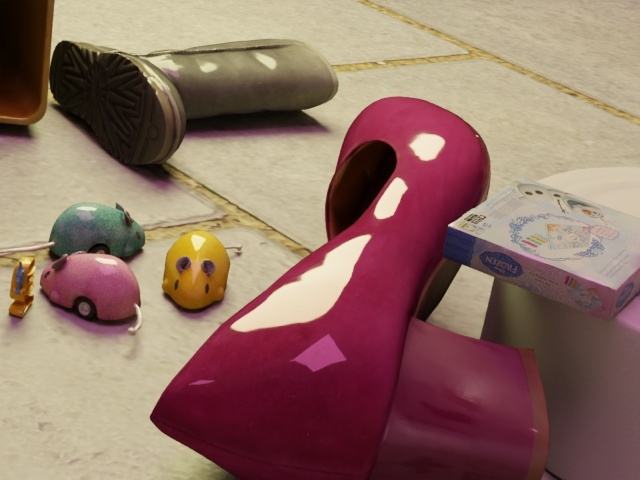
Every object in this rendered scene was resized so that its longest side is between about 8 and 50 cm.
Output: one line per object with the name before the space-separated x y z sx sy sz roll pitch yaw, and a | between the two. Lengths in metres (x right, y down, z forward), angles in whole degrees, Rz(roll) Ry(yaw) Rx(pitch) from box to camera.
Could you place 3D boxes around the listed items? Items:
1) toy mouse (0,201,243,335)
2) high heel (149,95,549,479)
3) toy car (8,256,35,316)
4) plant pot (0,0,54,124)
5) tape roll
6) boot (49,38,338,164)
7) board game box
toy mouse | -0.124 0.008 0.884 0.143 0.031 0.161 11 23 2
high heel | 0.000 0.000 0.825 0.181 0.127 0.377 13 24 -13
toy car | -0.199 0.028 0.793 0.060 0.041 0.122 17 24 15
plant pot | -0.305 -0.211 1.119 0.212 0.212 0.187 4 12 -15
tape roll | 0.233 0.057 0.838 0.286 0.100 0.286 9 22 -4
boot | -0.077 -0.109 1.148 0.208 0.076 0.189 2 25 -35
board game box | 0.121 0.002 0.762 0.090 0.020 0.090 21 28 25
